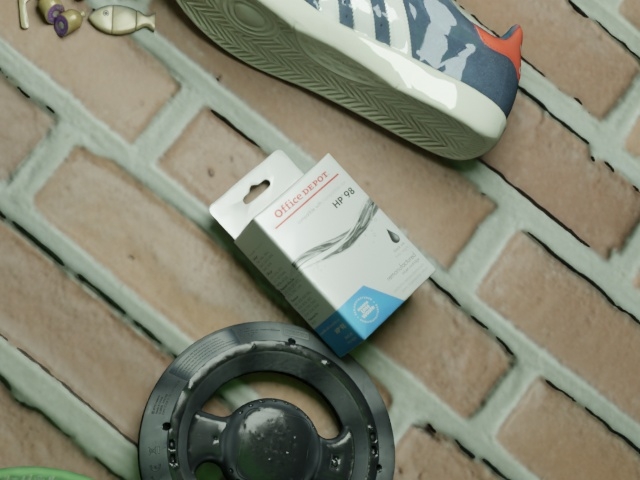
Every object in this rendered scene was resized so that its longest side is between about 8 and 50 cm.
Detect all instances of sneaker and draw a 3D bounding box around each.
[{"bbox_3d":[0.026,-0.213,1.336,0.350,0.131,0.148,29,70,-10],"label":"sneaker"}]

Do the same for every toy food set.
[{"bbox_3d":[-0.212,-0.225,1.340,0.122,0.019,0.078,-5,81,-11],"label":"toy food set"}]

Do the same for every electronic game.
[{"bbox_3d":[-0.045,0.183,1.284,0.229,0.048,0.229,4,74,-16],"label":"electronic game"}]

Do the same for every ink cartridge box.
[{"bbox_3d":[0.000,0.000,1.307,0.180,0.060,0.104,47,61,1],"label":"ink cartridge box"}]

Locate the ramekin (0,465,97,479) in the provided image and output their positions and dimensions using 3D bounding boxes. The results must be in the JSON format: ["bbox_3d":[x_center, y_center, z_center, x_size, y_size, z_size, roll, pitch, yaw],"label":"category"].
[{"bbox_3d":[-0.238,0.331,1.172,0.303,0.148,0.303,2,80,-10],"label":"ramekin"}]
